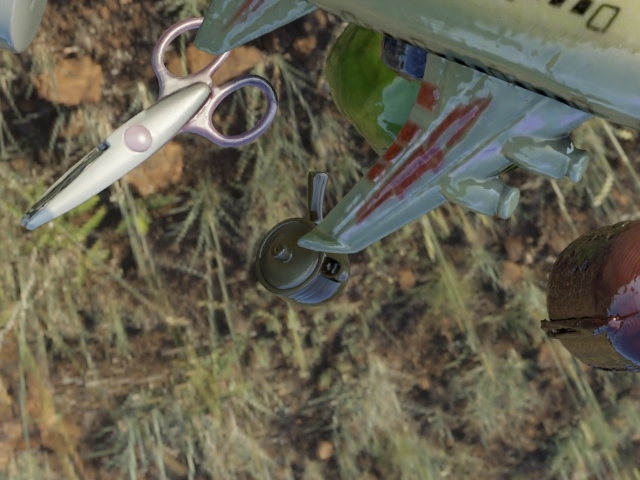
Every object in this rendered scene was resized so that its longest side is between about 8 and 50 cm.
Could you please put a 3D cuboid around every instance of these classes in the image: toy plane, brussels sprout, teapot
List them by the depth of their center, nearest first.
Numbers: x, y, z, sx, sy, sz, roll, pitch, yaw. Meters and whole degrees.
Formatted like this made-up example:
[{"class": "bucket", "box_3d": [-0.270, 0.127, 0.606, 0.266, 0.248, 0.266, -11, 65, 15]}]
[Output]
[{"class": "toy plane", "box_3d": [0.060, -0.087, 0.412, 0.256, 0.104, 0.242, 19, 120, 18]}, {"class": "teapot", "box_3d": [0.000, 0.000, 0.938, 0.085, 0.110, 0.080, 8, 166, 34]}, {"class": "brussels sprout", "box_3d": [0.123, -0.166, 1.042, 0.219, 0.271, 0.210, -43, 114, 10]}]

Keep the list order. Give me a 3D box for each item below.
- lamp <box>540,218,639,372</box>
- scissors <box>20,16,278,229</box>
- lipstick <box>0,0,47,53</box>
[{"class": "lamp", "box_3d": [0.346, 0.067, 1.294, 0.180, 0.180, 0.258, -7, 176, -15]}, {"class": "scissors", "box_3d": [-0.105, -0.061, 0.682, 0.176, 0.085, 0.022, -42, -174, -24]}, {"class": "lipstick", "box_3d": [-0.301, -0.183, 0.716, 0.254, 0.070, 0.070, 16, 138, 0]}]
